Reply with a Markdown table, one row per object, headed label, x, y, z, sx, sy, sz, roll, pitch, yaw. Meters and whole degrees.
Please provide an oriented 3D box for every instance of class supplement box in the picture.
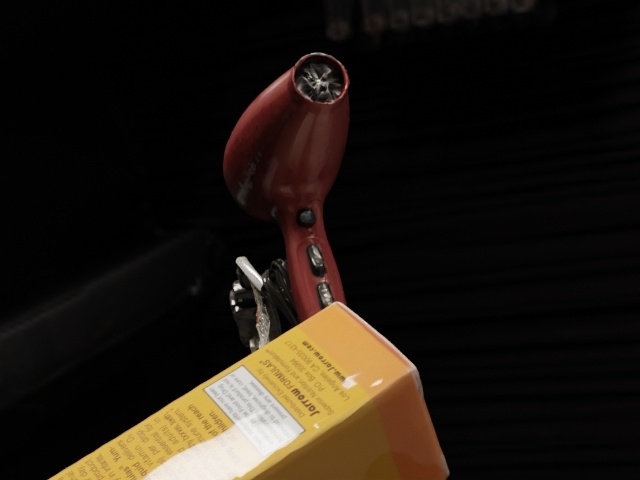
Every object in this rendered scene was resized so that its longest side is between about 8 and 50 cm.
| label | x | y | z | sx | sy | sz | roll | pitch | yaw |
| --- | --- | --- | --- | --- | --- | --- | --- | --- | --- |
| supplement box | -0.061 | 0.125 | 0.619 | 0.233 | 0.080 | 0.078 | -31 | -52 | -17 |

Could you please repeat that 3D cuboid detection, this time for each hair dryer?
| label | x | y | z | sx | sy | sz | roll | pitch | yaw |
| --- | --- | --- | --- | --- | --- | --- | --- | --- | --- |
| hair dryer | 0.000 | 0.000 | 0.951 | 0.223 | 0.080 | 0.293 | 46 | 147 | 49 |
